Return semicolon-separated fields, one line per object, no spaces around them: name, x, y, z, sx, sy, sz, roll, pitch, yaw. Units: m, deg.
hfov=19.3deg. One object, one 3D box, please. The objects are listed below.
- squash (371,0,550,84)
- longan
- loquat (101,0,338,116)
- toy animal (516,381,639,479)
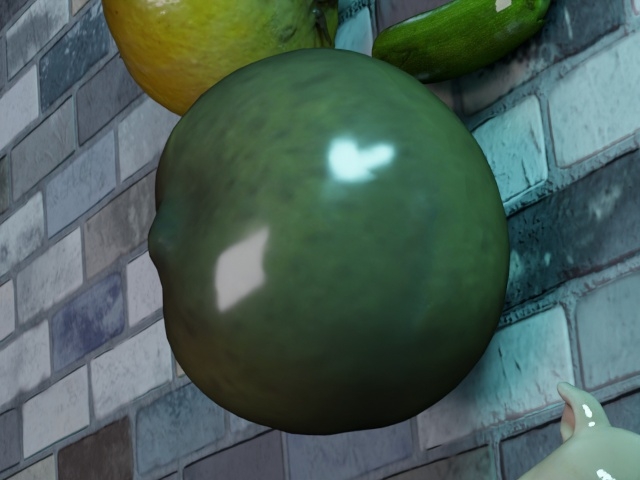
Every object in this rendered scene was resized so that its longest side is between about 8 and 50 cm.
squash;0.126;-0.196;1.794;0.318;0.071;0.080;-21;67;58
longan;0.000;0.000;1.735;0.361;0.361;0.360;-13;74;59
loquat;-0.094;-0.265;2.027;0.275;0.275;0.274;-13;74;59
toy animal;0.209;0.261;1.509;0.250;0.166;0.154;-66;-9;20
